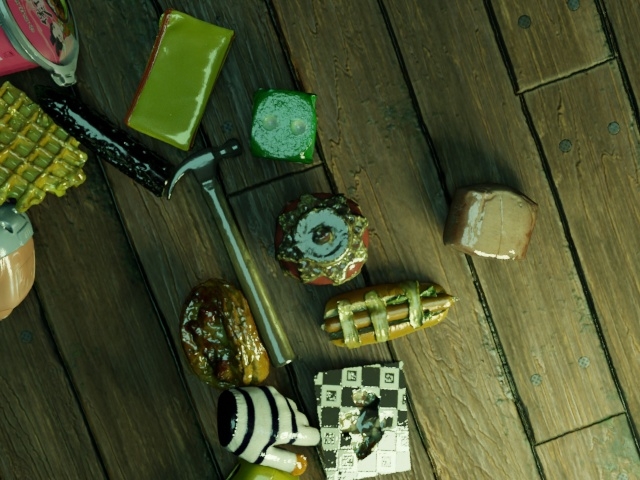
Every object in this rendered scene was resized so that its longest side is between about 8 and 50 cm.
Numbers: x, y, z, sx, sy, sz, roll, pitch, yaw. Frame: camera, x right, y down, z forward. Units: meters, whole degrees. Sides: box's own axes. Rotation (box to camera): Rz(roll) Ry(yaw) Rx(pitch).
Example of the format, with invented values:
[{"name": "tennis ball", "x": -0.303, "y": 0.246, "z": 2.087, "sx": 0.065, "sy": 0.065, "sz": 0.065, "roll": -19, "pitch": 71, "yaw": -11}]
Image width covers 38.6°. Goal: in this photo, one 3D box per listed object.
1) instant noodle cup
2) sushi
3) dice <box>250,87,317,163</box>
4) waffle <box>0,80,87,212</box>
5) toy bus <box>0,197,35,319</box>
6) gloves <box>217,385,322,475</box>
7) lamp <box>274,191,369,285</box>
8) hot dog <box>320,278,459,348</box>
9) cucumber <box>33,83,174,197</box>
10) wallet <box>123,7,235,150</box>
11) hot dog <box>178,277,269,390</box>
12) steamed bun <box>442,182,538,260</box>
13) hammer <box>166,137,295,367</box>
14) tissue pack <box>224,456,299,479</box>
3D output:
[{"name": "instant noodle cup", "x": -0.569, "y": -0.390, "z": 1.599, "sx": 0.181, "sy": 0.258, "sz": 0.302, "roll": -16, "pitch": 91, "yaw": 13}, {"name": "sushi", "x": 0.077, "y": 0.346, "z": 1.759, "sx": 0.192, "sy": 0.040, "sz": 0.210, "roll": -3, "pitch": 84, "yaw": -22}, {"name": "dice", "x": -0.067, "y": -0.209, "z": 1.678, "sx": 0.120, "sy": 0.128, "sz": 0.131, "roll": 5, "pitch": 96, "yaw": -1}, {"name": "waffle", "x": -0.535, "y": -0.145, "z": 1.646, "sx": 0.219, "sy": 0.057, "sz": 0.229, "roll": 32, "pitch": 56, "yaw": -10}, {"name": "toy bus", "x": -0.653, "y": 0.043, "z": 1.647, "sx": 0.287, "sy": 0.194, "sz": 0.232, "roll": -7, "pitch": 115, "yaw": 4}, {"name": "gloves", "x": -0.081, "y": 0.342, "z": 1.696, "sx": 0.218, "sy": 0.140, "sz": 0.131, "roll": 9, "pitch": 119, "yaw": -26}, {"name": "lamp", "x": 0.000, "y": 0.000, "z": 1.625, "sx": 0.177, "sy": 0.274, "sz": 0.177, "roll": 0, "pitch": 85, "yaw": -3}, {"name": "hot dog", "x": 0.130, "y": 0.136, "z": 1.744, "sx": 0.269, "sy": 0.072, "sz": 0.109, "roll": -12, "pitch": 97, "yaw": 0}, {"name": "cucumber", "x": -0.399, "y": -0.188, "z": 1.669, "sx": 0.300, "sy": 0.072, "sz": 0.072, "roll": 35, "pitch": 92, "yaw": -17}, {"name": "wallet", "x": -0.262, "y": -0.298, "z": 1.700, "sx": 0.141, "sy": 0.067, "sz": 0.241, "roll": 21, "pitch": 89, "yaw": 1}, {"name": "hot dog", "x": -0.179, "y": 0.183, "z": 1.705, "sx": 0.160, "sy": 0.099, "sz": 0.227, "roll": -16, "pitch": 101, "yaw": 25}, {"name": "steamed bun", "x": 0.318, "y": -0.036, "z": 1.725, "sx": 0.175, "sy": 0.106, "sz": 0.145, "roll": 12, "pitch": 89, "yaw": -17}, {"name": "hammer", "x": -0.150, "y": 0.035, "z": 1.736, "sx": 0.168, "sy": 0.044, "sz": 0.440, "roll": -24, "pitch": 95, "yaw": -1}, {"name": "tissue pack", "x": -0.133, "y": 0.492, "z": 1.734, "sx": 0.127, "sy": 0.123, "sz": 0.178, "roll": 34, "pitch": 93, "yaw": -8}]
